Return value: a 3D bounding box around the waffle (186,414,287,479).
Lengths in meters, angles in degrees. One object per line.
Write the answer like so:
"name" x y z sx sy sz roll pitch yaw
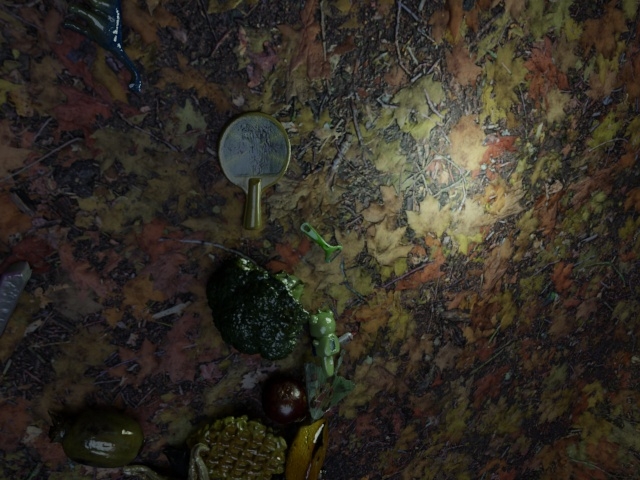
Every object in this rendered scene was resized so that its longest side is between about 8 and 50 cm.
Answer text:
"waffle" -0.267 0.688 1.412 0.324 0.068 0.302 -20 114 6

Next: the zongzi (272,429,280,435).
"zongzi" -0.202 0.659 1.484 0.113 0.052 0.104 -34 121 -18

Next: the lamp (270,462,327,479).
"lamp" -0.069 0.879 1.589 0.253 0.118 0.118 32 96 -28

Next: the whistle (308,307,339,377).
"whistle" 0.013 0.330 1.401 0.105 0.085 0.228 -12 96 -46

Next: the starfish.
"starfish" -0.452 0.799 1.363 0.323 0.082 0.433 0 113 17

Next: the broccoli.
"broccoli" -0.161 0.188 1.204 0.283 0.321 0.304 -25 134 -46

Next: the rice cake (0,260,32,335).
"rice cake" -0.797 0.211 1.050 0.056 0.073 0.365 25 101 -31

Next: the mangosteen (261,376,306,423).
"mangosteen" -0.126 0.542 1.419 0.145 0.155 0.182 -23 143 -52

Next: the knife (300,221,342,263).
"knife" 0.001 0.001 1.324 0.078 0.022 0.166 -49 121 -5

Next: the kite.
"kite" 0.027 0.499 1.481 0.323 0.013 0.268 41 69 -42

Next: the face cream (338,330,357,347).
"face cream" 0.089 0.341 1.493 0.083 0.021 0.040 -32 120 -9

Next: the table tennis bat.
"table tennis bat" -0.180 -0.183 1.167 0.198 0.050 0.322 -2 106 -24

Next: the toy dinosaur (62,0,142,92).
"toy dinosaur" -0.438 -0.481 0.943 0.188 0.075 0.248 23 95 -38

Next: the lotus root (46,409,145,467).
"lotus root" -0.636 0.553 1.210 0.278 0.154 0.154 30 97 -24

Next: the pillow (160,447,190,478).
"pillow" -0.450 0.721 1.396 0.048 0.090 0.150 -49 135 -49

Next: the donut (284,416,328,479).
"donut" -0.033 0.731 1.481 0.118 0.253 0.254 13 110 20
